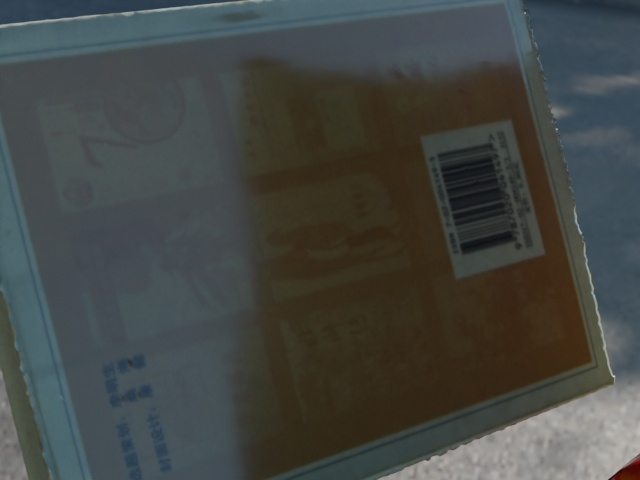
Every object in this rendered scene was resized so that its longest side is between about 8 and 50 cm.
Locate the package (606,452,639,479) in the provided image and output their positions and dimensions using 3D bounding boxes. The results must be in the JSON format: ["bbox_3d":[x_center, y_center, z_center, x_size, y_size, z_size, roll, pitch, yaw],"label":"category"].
[{"bbox_3d":[0.235,0.005,0.464,0.196,0.423,0.123,18,18,-51],"label":"package"}]

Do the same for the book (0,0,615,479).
[{"bbox_3d":[-0.001,0.000,0.485,0.242,0.170,0.018,-13,-1,-37],"label":"book"}]
